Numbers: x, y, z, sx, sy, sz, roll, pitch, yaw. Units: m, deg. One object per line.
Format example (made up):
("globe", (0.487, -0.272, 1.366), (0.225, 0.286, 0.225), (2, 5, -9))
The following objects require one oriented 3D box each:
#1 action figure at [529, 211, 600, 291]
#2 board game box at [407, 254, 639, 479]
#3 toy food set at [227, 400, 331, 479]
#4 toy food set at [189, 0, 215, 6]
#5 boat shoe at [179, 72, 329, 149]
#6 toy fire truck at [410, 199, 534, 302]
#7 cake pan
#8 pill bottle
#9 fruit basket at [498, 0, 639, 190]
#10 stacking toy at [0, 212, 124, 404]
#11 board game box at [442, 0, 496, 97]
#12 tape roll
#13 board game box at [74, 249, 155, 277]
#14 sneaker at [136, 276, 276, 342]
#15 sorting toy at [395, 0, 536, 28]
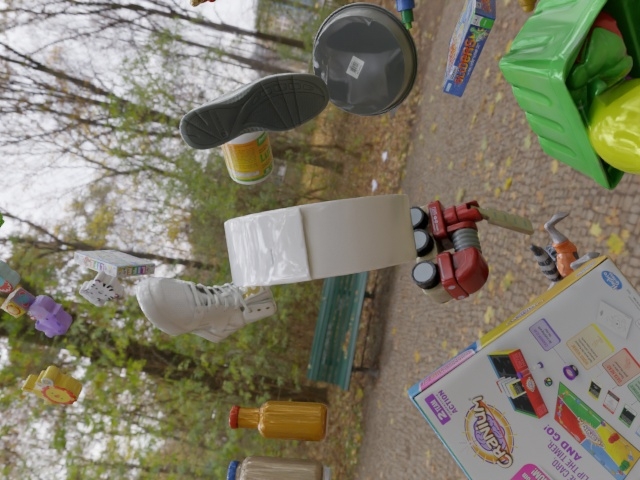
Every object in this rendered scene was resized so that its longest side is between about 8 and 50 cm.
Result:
("action figure", (0.615, 0.098, 1.387), (0.341, 0.179, 0.330), (-115, 4, -59))
("board game box", (0.311, 0.207, 0.701), (0.317, 0.242, 0.064), (-35, -9, 0))
("toy food set", (-0.046, 0.292, 0.603), (0.111, 0.105, 0.232), (-77, -12, -60))
("toy food set", (-0.194, -0.447, 0.961), (0.083, 0.020, 0.083), (-35, 4, 27))
("boat shoe", (-0.141, -0.283, 1.153), (0.103, 0.321, 0.118), (-103, -7, -61))
("toy fire truck", (0.328, 0.009, 1.170), (0.158, 0.246, 0.217), (40, -143, -47))
("cake pan", (0.104, -0.455, 1.399), (0.054, 0.293, 0.293), (-51, -17, -49))
("pill bottle", (-0.213, -0.285, 1.507), (0.245, 0.137, 0.136), (83, -168, -52))
("fruit basket", (0.549, -0.255, 0.965), (0.282, 0.392, 0.392), (-56, 4, -6))
("stacking toy", (-0.340, 0.062, 0.612), (0.052, 0.221, 0.167), (-28, 34, 26))
("board game box", (0.251, -0.350, 0.908), (0.201, 0.035, 0.136), (-71, -2, -46))
("tape roll", (0.000, 0.000, 0.824), (0.286, 0.286, 0.100), (176, 86, -84))
("board game box", (-0.467, 0.051, 1.227), (0.103, 0.154, 0.026), (-4, -76, -56))
("sneaker", (-0.178, 0.094, 0.948), (0.108, 0.169, 0.292), (66, -171, 20))
("sorting toy", (0.348, -0.562, 1.242), (0.127, 0.366, 0.126), (-79, -23, -71))
